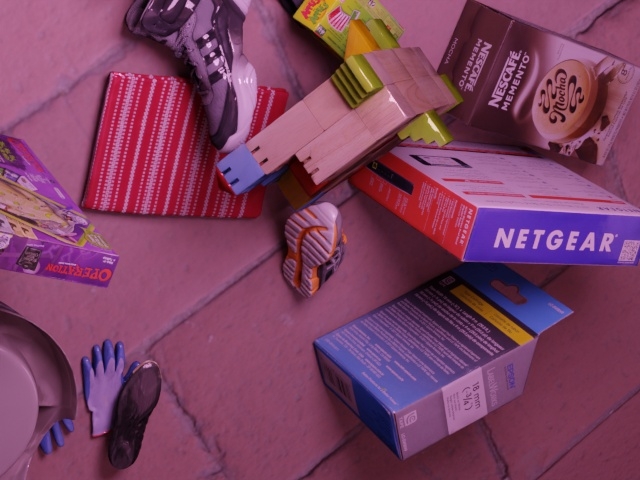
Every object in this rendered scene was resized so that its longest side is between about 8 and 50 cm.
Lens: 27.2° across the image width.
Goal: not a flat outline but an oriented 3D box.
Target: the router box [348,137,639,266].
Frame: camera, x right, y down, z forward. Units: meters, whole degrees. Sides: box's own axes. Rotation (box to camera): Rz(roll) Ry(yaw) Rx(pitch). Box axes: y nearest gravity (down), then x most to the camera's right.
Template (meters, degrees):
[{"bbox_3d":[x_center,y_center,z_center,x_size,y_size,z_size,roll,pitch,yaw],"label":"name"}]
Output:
[{"bbox_3d":[0.260,-0.061,1.933,0.335,0.301,0.082,2,112,-32],"label":"router box"}]

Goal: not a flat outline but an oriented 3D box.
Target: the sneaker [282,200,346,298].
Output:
[{"bbox_3d":[0.000,0.000,1.917,0.083,0.084,0.215,-36,164,-26],"label":"sneaker"}]

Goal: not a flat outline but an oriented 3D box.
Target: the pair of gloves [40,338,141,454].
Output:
[{"bbox_3d":[-0.347,0.223,1.882,0.198,0.023,0.159,-11,119,-26],"label":"pair of gloves"}]

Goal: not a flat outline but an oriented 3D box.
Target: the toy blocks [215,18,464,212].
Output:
[{"bbox_3d":[0.021,-0.138,1.749,0.261,0.381,0.191,-35,87,21],"label":"toy blocks"}]

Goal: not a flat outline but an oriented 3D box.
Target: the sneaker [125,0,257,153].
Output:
[{"bbox_3d":[-0.169,-0.242,1.690,0.153,0.101,0.269,-5,99,-24],"label":"sneaker"}]

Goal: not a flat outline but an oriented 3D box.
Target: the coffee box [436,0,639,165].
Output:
[{"bbox_3d":[0.328,-0.235,2.001,0.297,0.119,0.168,12,108,-36],"label":"coffee box"}]

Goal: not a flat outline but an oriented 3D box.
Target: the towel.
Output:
[{"bbox_3d":[-0.180,-0.127,1.800,0.274,0.031,0.199,2,112,-32],"label":"towel"}]

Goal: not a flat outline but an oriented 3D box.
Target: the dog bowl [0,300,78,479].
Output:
[{"bbox_3d":[-0.489,0.215,1.677,0.348,0.102,0.349,-14,121,-24],"label":"dog bowl"}]

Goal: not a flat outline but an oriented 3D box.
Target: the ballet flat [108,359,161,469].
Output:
[{"bbox_3d":[-0.274,0.250,1.917,0.057,0.049,0.173,16,103,-15],"label":"ballet flat"}]

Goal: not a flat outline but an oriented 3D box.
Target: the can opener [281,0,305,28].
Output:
[{"bbox_3d":[-0.046,-0.346,1.751,0.073,0.059,0.186,-40,128,-9],"label":"can opener"}]

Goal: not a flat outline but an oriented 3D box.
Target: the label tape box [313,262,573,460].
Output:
[{"bbox_3d":[0.195,0.172,2.051,0.333,0.240,0.106,-26,124,-18],"label":"label tape box"}]

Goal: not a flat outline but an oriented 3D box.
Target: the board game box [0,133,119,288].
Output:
[{"bbox_3d":[-0.385,-0.056,1.506,0.208,0.347,0.056,9,110,-34],"label":"board game box"}]

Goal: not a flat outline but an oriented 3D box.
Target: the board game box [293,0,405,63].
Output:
[{"bbox_3d":[0.042,-0.295,1.802,0.092,0.043,0.181,-53,150,3],"label":"board game box"}]
